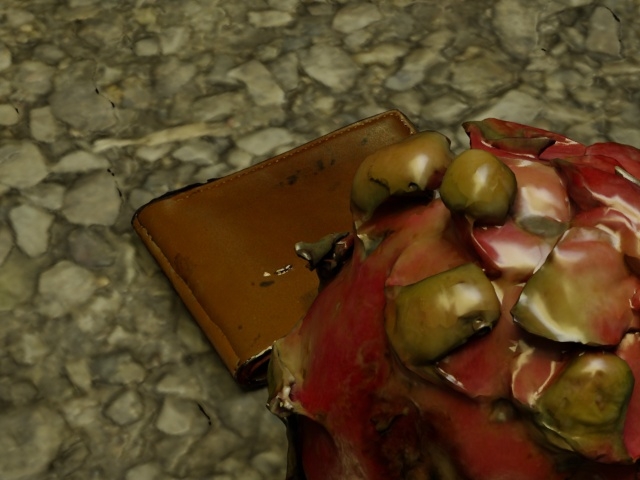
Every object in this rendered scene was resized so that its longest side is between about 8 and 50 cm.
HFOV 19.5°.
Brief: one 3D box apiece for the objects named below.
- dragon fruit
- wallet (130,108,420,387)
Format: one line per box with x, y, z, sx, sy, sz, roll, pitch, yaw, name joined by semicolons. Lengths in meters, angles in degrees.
0.100;0.063;0.954;0.269;0.291;0.250;-1;54;3;dragon fruit
0.001;0.003;1.177;0.196;0.042;0.161;-24;48;-15;wallet
